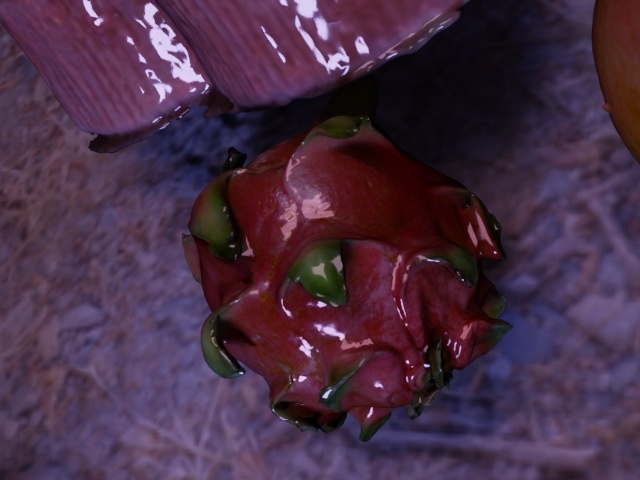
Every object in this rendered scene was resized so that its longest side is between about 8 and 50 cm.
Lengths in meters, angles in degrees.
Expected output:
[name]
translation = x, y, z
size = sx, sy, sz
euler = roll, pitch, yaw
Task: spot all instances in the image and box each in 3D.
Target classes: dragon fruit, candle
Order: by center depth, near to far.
[dragon fruit]
translation = 0.002, -0.003, 0.594
size = 0.137, 0.135, 0.236
euler = -37, 29, 7
[candle]
translation = -0.022, -0.187, 0.666
size = 0.317, 0.131, 0.287
euler = 2, 43, 52

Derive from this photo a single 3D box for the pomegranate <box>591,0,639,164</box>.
[pomegranate]
translation = 0.197, -0.091, 0.489
size = 0.191, 0.191, 0.191
euler = -16, 55, 23
